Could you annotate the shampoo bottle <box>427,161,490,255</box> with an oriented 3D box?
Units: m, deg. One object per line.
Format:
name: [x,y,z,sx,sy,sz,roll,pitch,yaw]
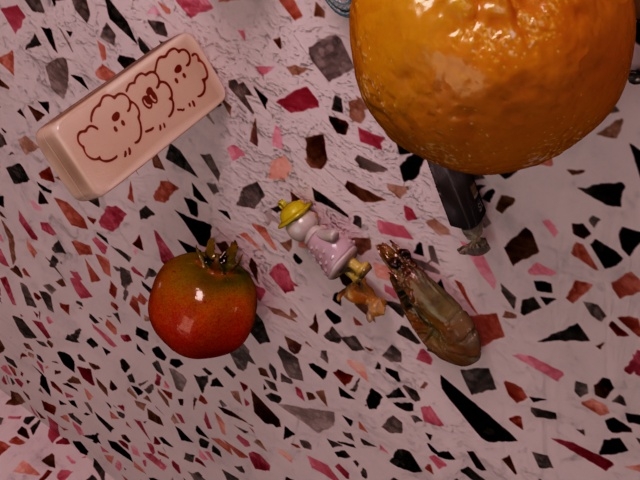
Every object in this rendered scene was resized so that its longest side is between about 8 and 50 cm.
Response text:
shampoo bottle: [0.214,-0.066,1.691,0.064,0.057,0.207,2,126,42]

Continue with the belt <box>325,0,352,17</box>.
belt: [-0.008,-0.453,1.524,0.087,0.072,0.302,-6,122,51]

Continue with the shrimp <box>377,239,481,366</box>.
shrimp: [0.180,0.110,1.896,0.267,0.061,0.145,50,153,-11]

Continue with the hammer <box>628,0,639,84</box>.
hammer: [0.397,-0.280,1.339,0.078,0.021,0.201,5,129,41]

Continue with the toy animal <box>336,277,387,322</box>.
toy animal: [0.080,0.113,1.983,0.083,0.081,0.060,57,144,18]

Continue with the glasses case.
glasses case: [-0.308,-0.209,1.821,0.076,0.336,0.144,-9,119,47]

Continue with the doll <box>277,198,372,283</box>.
doll: [0.000,0.000,1.942,0.207,0.081,0.129,43,156,9]

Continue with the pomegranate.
pomegranate: [-0.227,0.111,2.171,0.221,0.221,0.256,33,116,16]

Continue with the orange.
orange: [0.200,-0.247,1.285,0.341,0.340,0.293,38,176,9]
